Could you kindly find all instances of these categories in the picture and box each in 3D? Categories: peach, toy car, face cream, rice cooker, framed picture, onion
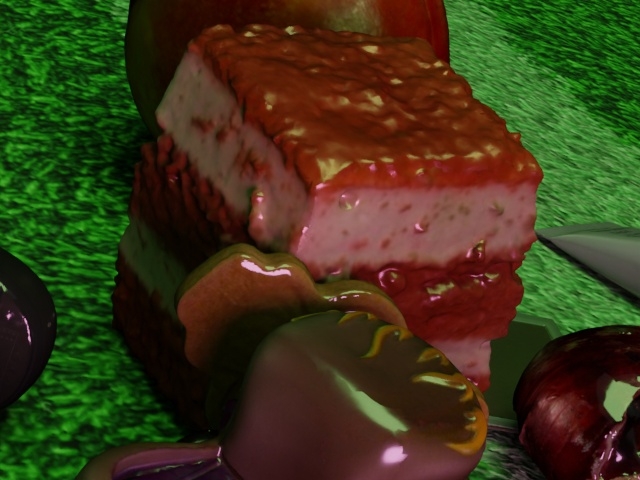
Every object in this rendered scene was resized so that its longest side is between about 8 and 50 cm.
[{"bbox_3d":[-0.021,-0.190,1.946,0.370,0.370,0.370,18,26,-9],"label":"peach"},{"bbox_3d":[-0.032,0.196,1.305,0.271,0.240,0.340,38,36,28],"label":"toy car"},{"bbox_3d":[0.396,0.031,2.169,0.154,0.096,0.274,-9,27,-42],"label":"face cream"},{"bbox_3d":[-0.307,0.057,1.484,0.203,0.142,0.118,27,14,9],"label":"rice cooker"},{"bbox_3d":[0.138,0.123,1.848,0.296,0.019,0.232,12,27,-20],"label":"framed picture"},{"bbox_3d":[0.316,0.168,1.684,0.272,0.195,0.272,20,31,-12],"label":"onion"}]

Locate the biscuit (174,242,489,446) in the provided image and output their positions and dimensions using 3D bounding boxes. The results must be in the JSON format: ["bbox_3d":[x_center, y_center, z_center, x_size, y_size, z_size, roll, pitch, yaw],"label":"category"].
[{"bbox_3d":[0.002,0.117,1.467,0.295,0.186,0.044,41,16,-28],"label":"biscuit"}]

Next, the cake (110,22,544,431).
[{"bbox_3d":[0.000,0.000,1.610,0.269,0.319,0.270,-4,34,-32],"label":"cake"}]
